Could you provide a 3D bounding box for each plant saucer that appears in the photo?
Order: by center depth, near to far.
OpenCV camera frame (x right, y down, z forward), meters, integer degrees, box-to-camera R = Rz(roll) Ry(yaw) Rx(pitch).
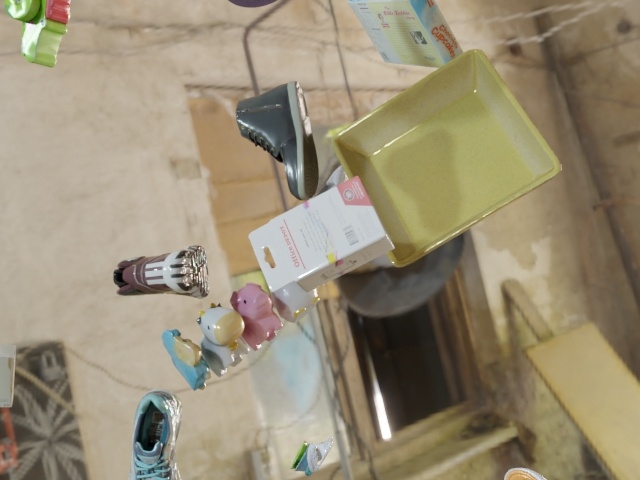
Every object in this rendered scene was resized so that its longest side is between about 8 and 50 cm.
[{"bbox_3d":[0.225,-0.141,1.657,0.332,0.333,0.081,-31,-35,10],"label":"plant saucer"}]

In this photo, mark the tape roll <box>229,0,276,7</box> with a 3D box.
[{"bbox_3d":[-0.161,-0.671,2.255,0.189,0.080,0.189,-12,-25,-6],"label":"tape roll"}]

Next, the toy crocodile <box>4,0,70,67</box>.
[{"bbox_3d":[-0.508,-0.498,1.710,0.105,0.341,0.115,5,-3,24],"label":"toy crocodile"}]

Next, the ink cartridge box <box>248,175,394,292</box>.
[{"bbox_3d":[0.000,0.000,1.416,0.198,0.115,0.067,-26,-25,7],"label":"ink cartridge box"}]

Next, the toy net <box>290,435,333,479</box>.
[{"bbox_3d":[-0.029,0.466,1.903,0.122,0.045,0.232,-59,-2,-26],"label":"toy net"}]

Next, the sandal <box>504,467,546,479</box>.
[{"bbox_3d":[0.366,0.527,1.561,0.076,0.265,0.102,-2,-14,-45],"label":"sandal"}]

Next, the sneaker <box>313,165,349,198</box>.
[{"bbox_3d":[-0.002,-0.067,1.955,0.153,0.101,0.269,-22,22,31],"label":"sneaker"}]

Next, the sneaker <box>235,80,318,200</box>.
[{"bbox_3d":[-0.075,-0.157,1.550,0.118,0.222,0.083,-15,-26,14],"label":"sneaker"}]

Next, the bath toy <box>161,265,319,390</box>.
[{"bbox_3d":[-0.150,0.151,1.818,0.348,0.129,0.151,-32,-14,-38],"label":"bath toy"}]

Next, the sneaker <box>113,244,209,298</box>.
[{"bbox_3d":[-0.315,0.063,1.780,0.162,0.107,0.281,-5,-8,4],"label":"sneaker"}]

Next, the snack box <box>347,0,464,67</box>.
[{"bbox_3d":[0.195,-0.503,2.138,0.060,0.187,0.322,-40,25,-10],"label":"snack box"}]

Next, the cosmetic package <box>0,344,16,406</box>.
[{"bbox_3d":[-0.645,0.276,1.853,0.041,0.115,0.060,4,20,-16],"label":"cosmetic package"}]

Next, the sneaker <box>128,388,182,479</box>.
[{"bbox_3d":[-0.322,0.421,1.717,0.110,0.283,0.122,-3,-12,0],"label":"sneaker"}]
